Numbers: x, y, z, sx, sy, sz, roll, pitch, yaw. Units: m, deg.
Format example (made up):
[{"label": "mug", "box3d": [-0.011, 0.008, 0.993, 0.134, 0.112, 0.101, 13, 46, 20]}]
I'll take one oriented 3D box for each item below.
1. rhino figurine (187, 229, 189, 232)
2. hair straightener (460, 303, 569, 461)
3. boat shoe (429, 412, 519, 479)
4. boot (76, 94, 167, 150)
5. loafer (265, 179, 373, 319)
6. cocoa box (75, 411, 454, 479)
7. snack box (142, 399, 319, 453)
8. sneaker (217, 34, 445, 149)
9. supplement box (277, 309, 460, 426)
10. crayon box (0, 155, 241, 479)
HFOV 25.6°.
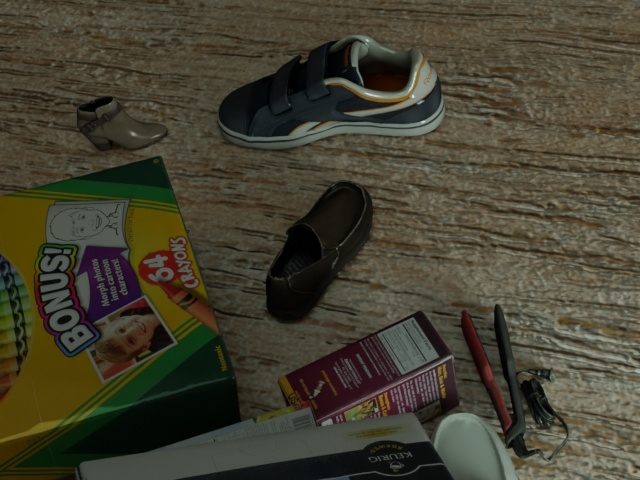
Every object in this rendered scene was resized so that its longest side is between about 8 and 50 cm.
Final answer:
[{"label": "rhino figurine", "box3d": [-0.217, 0.060, 1.791, 0.106, 0.073, 0.243, 5, 50, 5]}, {"label": "hair straightener", "box3d": [0.232, 0.161, 1.618, 0.089, 0.047, 0.230, -12, 43, -5]}, {"label": "boat shoe", "box3d": [0.166, 0.301, 1.487, 0.113, 0.103, 0.302, -10, 50, 4]}, {"label": "boot", "box3d": [-0.283, -0.169, 1.983, 0.118, 0.087, 0.042, -15, 48, 0]}, {"label": "loafer", "box3d": [0.000, 0.000, 1.787, 0.080, 0.078, 0.220, 15, 56, 23]}, {"label": "cocoa box", "box3d": [-0.039, 0.336, 1.332, 0.347, 0.231, 0.228, -7, 29, -16]}, {"label": "snack box", "box3d": [-0.086, 0.273, 1.520, 0.207, 0.174, 0.070, -18, 49, -3]}, {"label": "sneaker", "box3d": [0.005, -0.211, 1.931, 0.321, 0.127, 0.126, -5, 52, 11]}, {"label": "supplement box", "box3d": [0.058, 0.174, 1.615, 0.188, 0.104, 0.081, -25, 50, -9]}, {"label": "crayon box", "box3d": [-0.291, 0.090, 1.648, 0.313, 0.106, 0.363, -15, 50, -10]}]
